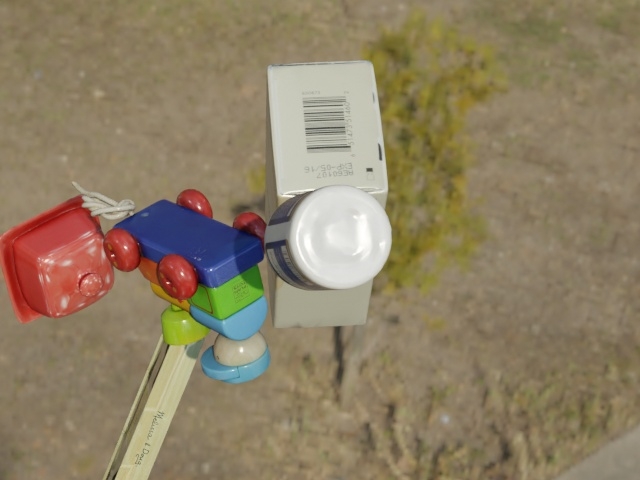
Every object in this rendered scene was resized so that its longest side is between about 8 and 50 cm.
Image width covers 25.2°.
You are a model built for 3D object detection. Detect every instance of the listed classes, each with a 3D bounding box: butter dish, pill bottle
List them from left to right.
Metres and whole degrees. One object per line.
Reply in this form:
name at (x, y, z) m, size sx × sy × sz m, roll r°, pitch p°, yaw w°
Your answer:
butter dish at (-0.344, 0.041, 1.974) m, size 0.160 × 0.160 × 0.118 m, roll -30°, pitch 41°, yaw -30°
pill bottle at (0.000, 0.000, 0.944) m, size 0.067 × 0.067 × 0.120 m, roll 1°, pitch -2°, yaw -14°

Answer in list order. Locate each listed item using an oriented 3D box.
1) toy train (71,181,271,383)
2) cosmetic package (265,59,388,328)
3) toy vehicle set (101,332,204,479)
toy train at (-0.141, 0.033, 1.334) m, size 0.105 × 0.143 × 0.248 m, roll -30°, pitch 33°, yaw -31°
cosmetic package at (0.000, -0.040, 1.527) m, size 0.113 × 0.309 × 0.160 m, roll -3°, pitch 61°, yaw -5°
toy vehicle set at (-0.210, 0.219, 1.741) m, size 0.035 × 0.267 × 0.166 m, roll 22°, pitch 4°, yaw -9°
